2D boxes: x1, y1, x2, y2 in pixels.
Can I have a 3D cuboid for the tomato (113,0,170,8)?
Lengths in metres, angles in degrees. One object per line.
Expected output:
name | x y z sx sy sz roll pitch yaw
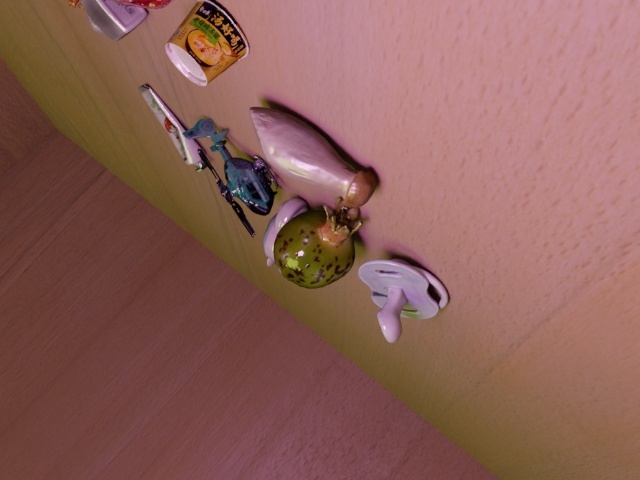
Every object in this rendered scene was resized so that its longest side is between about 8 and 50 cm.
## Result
tomato | -0.406 -0.572 1.242 0.189 0.099 0.173 4 176 -45

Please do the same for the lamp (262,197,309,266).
lamp | -0.104 -0.035 1.777 0.108 0.179 0.246 32 142 16

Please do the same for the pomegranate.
pomegranate | -0.016 0.006 1.581 0.231 0.231 0.286 37 156 15

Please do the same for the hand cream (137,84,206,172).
hand cream | -0.495 -0.378 1.977 0.336 0.076 0.121 55 158 -20

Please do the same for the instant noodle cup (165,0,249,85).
instant noodle cup | -0.245 -0.408 1.234 0.151 0.122 0.151 38 165 12

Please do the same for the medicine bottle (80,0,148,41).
medicine bottle | -0.527 -0.579 1.480 0.132 0.088 0.188 49 162 -27

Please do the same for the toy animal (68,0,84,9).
toy animal | -0.619 -0.669 1.484 0.255 0.116 0.114 14 172 46

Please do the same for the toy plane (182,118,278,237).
toy plane | -0.244 -0.199 1.717 0.382 0.155 0.106 58 164 1

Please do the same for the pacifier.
pacifier | 0.207 0.170 1.552 0.227 0.207 0.279 7 146 32

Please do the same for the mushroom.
mushroom | -0.033 -0.192 1.321 0.350 0.128 0.128 34 162 8
